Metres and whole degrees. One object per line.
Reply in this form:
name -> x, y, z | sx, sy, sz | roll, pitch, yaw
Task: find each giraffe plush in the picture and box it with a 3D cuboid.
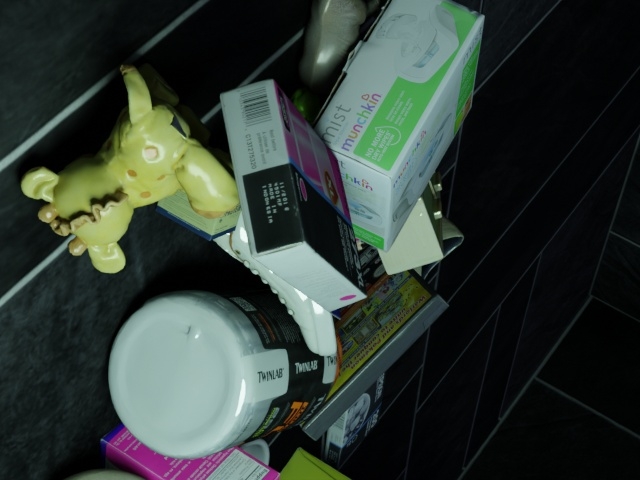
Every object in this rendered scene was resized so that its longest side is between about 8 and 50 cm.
giraffe plush -> -0.193, -0.061, 1.241 | 0.170, 0.181, 0.210 | -39, 177, 6

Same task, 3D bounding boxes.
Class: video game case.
video game case -> 0.042, 0.139, 1.863 | 0.275, 0.248, 0.035 | -45, 117, 2

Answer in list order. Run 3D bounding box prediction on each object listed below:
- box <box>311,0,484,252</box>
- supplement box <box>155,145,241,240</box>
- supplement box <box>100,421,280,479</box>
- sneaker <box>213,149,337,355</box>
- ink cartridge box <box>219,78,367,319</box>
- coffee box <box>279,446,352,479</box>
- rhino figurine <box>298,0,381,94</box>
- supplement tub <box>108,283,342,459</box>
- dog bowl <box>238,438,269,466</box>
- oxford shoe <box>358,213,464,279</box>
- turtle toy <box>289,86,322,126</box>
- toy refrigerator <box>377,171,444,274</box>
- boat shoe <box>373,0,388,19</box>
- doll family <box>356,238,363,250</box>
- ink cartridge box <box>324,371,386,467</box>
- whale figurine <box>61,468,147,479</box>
box -> 0.094, -0.158, 1.609 | 0.262, 0.126, 0.231 | -59, 167, -21
supplement box -> -0.136, -0.059, 1.453 | 0.056, 0.083, 0.083 | -26, 139, -58
supplement box -> -0.176, 0.323, 1.663 | 0.114, 0.220, 0.111 | -41, 152, -41
sneaker -> -0.061, 0.017, 1.554 | 0.106, 0.123, 0.290 | -91, 163, -78
ink cartridge box -> -0.014, -0.030, 1.363 | 0.371, 0.069, 0.176 | 48, 28, -72
coffee box -> 0.020, 0.664, 2.391 | 0.338, 0.338, 0.334 | -54, 158, -19
rhino figurine -> 0.026, -0.287, 1.547 | 0.106, 0.073, 0.243 | -42, 151, -46
supplement tub -> -0.109, 0.162, 1.630 | 0.207, 0.207, 0.338 | -65, 158, 11
dog bowl -> -0.195, 0.387, 1.868 | 0.265, 0.104, 0.265 | -48, 157, -29
oxford shoe -> 0.091, 0.083, 2.069 | 0.397, 0.146, 0.140 | -51, 160, -21
turtle toy -> -0.011, -0.148, 1.647 | 0.095, 0.066, 0.130 | -56, 159, -33
toy refrigerator -> 0.128, -0.064, 1.835 | 0.269, 0.094, 0.102 | -82, 152, -65
boat shoe -> 0.095, -0.350, 1.657 | 0.042, 0.049, 0.133 | -33, 142, -37
doll family -> 0.000, 0.000, 1.845 | 0.263, 0.118, 0.163 | -54, 161, -73
ink cartridge box -> 0.087, 0.331, 2.531 | 0.208, 0.045, 0.206 | -46, 154, -37
whale figurine -> -0.301, 0.418, 1.568 | 0.216, 0.141, 0.272 | 30, 107, -38
